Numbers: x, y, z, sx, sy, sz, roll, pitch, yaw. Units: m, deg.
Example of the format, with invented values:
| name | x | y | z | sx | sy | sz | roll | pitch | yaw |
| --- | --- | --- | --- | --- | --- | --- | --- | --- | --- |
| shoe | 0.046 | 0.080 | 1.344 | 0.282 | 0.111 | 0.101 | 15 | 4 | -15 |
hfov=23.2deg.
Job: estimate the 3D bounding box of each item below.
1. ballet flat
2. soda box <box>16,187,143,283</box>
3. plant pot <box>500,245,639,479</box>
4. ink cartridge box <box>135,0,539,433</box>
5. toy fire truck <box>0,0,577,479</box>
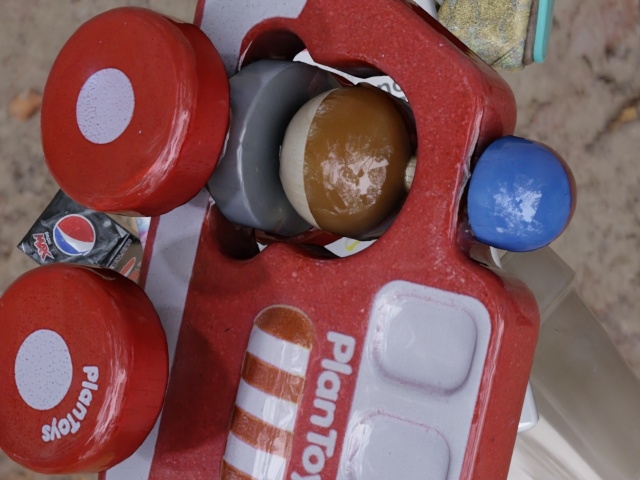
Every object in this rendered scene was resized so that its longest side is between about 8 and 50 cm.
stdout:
| name | x | y | z | sx | sy | sz | roll | pitch | yaw |
| --- | --- | --- | --- | --- | --- | --- | --- | --- | --- |
| ballet flat | 0.134 | -0.285 | 1.096 | 0.123 | 0.123 | 0.349 | 8 | 121 | -1 |
| soda box | -0.153 | 0.008 | 1.072 | 0.060 | 0.169 | 0.053 | 37 | 87 | 5 |
| plant pot | 0.193 | 0.199 | 1.448 | 0.280 | 0.323 | 0.323 | 41 | 119 | 7 |
| ink cartridge box | 0.000 | 0.000 | 1.032 | 0.226 | 0.131 | 0.306 | -15 | 86 | 5 |
| toy fire truck | -0.004 | 0.019 | 0.737 | 0.254 | 0.169 | 0.302 | 14 | 91 | 36 |
